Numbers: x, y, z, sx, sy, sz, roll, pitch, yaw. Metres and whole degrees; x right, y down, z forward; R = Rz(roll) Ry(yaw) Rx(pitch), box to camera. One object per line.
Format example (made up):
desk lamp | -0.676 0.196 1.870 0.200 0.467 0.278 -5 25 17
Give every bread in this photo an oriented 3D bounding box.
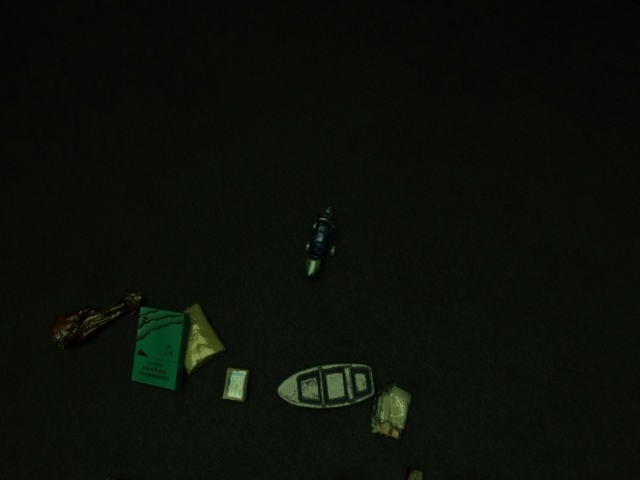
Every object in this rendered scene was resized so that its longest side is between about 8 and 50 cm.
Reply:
bread | -0.389 0.297 1.908 0.140 0.060 0.178 -34 73 -6
bread | 0.261 0.662 1.751 0.043 0.108 0.062 10 31 3

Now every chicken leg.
chicken leg | -0.687 0.241 1.944 0.305 0.093 0.113 -23 90 -11

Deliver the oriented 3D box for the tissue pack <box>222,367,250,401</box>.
tissue pack | -0.249 0.428 1.858 0.074 0.058 0.094 7 74 5

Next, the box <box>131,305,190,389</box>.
box | -0.479 0.319 1.872 0.161 0.042 0.226 7 89 22

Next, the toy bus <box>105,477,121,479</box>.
toy bus | -0.621 0.822 1.747 0.138 0.112 0.316 27 76 22

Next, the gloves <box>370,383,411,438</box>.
gloves | 0.197 0.486 1.795 0.115 0.070 0.153 19 76 -8

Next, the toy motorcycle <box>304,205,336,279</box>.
toy motorcycle | 0.000 0.000 1.928 0.092 0.135 0.254 13 74 8

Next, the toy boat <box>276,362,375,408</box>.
toy boat | 0.015 0.429 1.827 0.283 0.078 0.127 -7 73 3
